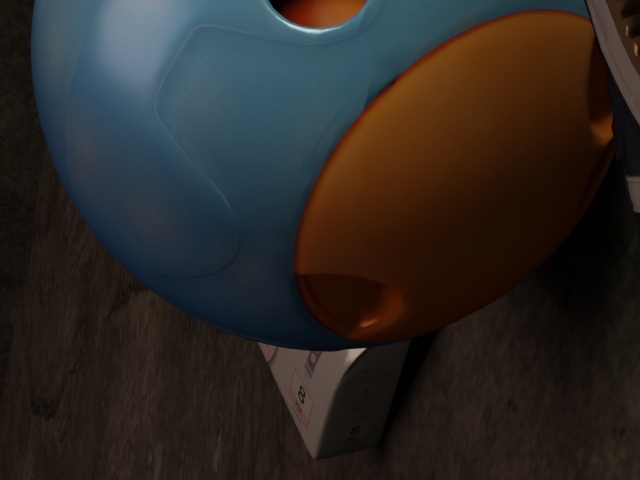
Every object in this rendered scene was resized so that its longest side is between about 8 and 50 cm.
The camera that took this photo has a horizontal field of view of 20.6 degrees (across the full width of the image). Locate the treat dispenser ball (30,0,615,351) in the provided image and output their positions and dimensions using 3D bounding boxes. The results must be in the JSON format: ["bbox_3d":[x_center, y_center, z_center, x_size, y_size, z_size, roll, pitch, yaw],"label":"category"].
[{"bbox_3d":[0.006,-0.090,0.854,0.288,0.288,0.288,-174,90,-73],"label":"treat dispenser ball"}]

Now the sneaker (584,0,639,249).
[{"bbox_3d":[0.146,0.020,0.609,0.282,0.099,0.153,65,151,30],"label":"sneaker"}]

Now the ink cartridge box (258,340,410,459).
[{"bbox_3d":[0.000,0.000,1.132,0.232,0.066,0.189,99,151,-50],"label":"ink cartridge box"}]
